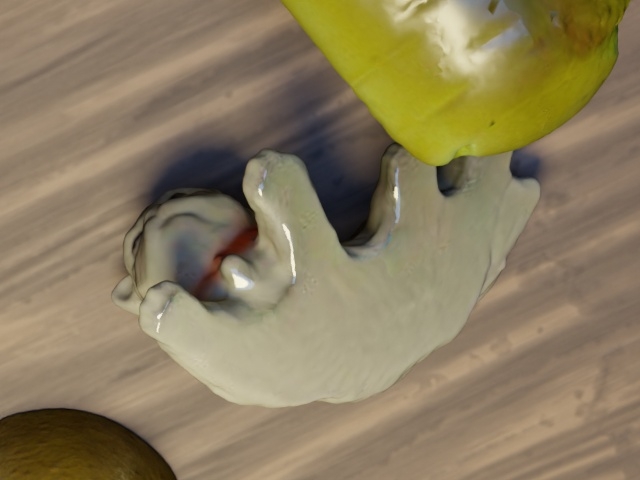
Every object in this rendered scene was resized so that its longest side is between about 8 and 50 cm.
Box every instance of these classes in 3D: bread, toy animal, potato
[{"bbox_3d":[0.069,-0.244,1.135,0.376,0.208,0.251,50,55,-12],"label":"bread"},{"bbox_3d":[0.000,0.000,1.252,0.266,0.188,0.308,40,73,-27],"label":"toy animal"},{"bbox_3d":[-0.200,0.237,1.272,0.178,0.158,0.203,-32,98,2],"label":"potato"}]
